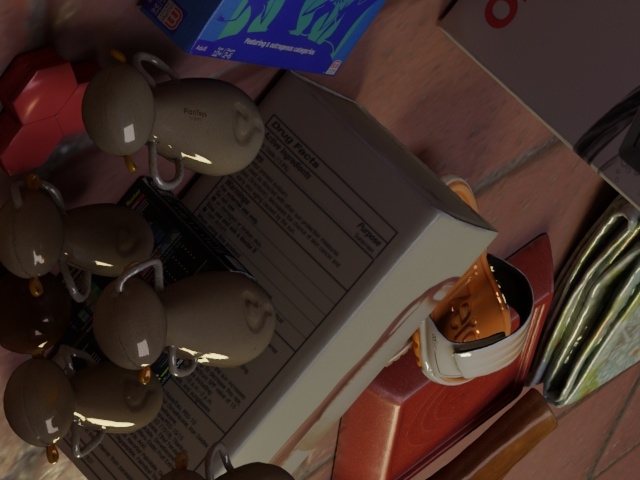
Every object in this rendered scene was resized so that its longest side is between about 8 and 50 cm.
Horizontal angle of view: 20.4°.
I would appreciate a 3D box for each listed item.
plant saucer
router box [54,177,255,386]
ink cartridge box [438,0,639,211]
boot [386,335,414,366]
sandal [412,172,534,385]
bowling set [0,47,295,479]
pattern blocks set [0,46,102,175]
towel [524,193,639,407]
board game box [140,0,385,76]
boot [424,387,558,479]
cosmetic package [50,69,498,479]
[{"bbox_3d":[0.128,0.142,1.756,0.259,0.048,0.258,-34,155,-25],"label":"plant saucer"},{"bbox_3d":[-0.114,0.036,1.129,0.122,0.092,0.038,-49,157,10],"label":"router box"},{"bbox_3d":[0.319,-0.126,1.201,0.285,0.395,0.166,-53,153,16],"label":"ink cartridge box"},{"bbox_3d":[0.064,0.035,1.473,0.158,0.059,0.084,-54,153,-1],"label":"boot"},{"bbox_3d":[0.125,0.052,1.445,0.102,0.076,0.265,-46,147,-16],"label":"sandal"},{"bbox_3d":[-0.132,0.052,1.003,0.199,0.287,0.154,-11,173,26],"label":"bowling set"},{"bbox_3d":[-0.242,-0.051,0.862,0.325,0.026,0.285,-37,155,-18],"label":"pattern blocks set"},{"bbox_3d":[0.387,0.001,1.908,0.374,0.090,0.320,-26,153,-37],"label":"towel"},{"bbox_3d":[0.011,-0.195,1.014,0.210,0.047,0.160,-55,155,20],"label":"board game box"},{"bbox_3d":[0.133,0.279,1.925,0.280,0.096,0.264,-42,158,-11],"label":"boot"},{"bbox_3d":[-0.041,0.052,1.205,0.296,0.153,0.129,-49,158,12],"label":"cosmetic package"}]
